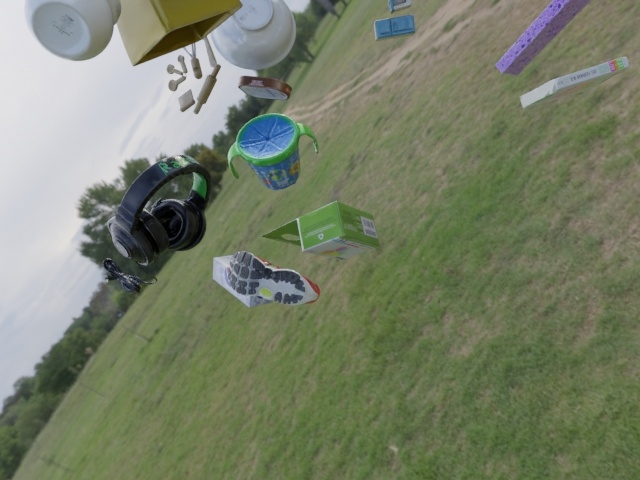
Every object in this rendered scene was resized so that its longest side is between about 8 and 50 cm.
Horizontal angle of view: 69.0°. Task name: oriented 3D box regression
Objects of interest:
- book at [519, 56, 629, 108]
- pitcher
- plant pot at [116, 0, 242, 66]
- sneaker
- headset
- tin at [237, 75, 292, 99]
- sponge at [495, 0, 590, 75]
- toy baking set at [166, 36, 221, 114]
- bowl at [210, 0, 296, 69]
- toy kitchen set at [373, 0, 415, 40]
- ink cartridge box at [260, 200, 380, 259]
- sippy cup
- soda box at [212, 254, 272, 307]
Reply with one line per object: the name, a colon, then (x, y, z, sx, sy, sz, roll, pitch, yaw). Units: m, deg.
book: (0.439, -0.276, 0.812, 0.144, 0.035, 0.096, -19, 2, -10)
pitcher: (-0.429, -0.393, 0.767, 0.125, 0.177, 0.207, -46, 36, 24)
plant pot: (-0.342, -0.536, 1.020, 0.212, 0.187, 0.212, -5, 30, 49)
sneaker: (-0.123, 0.108, 1.189, 0.279, 0.118, 0.107, 19, 89, 34)
headset: (-0.405, -0.036, 1.103, 0.243, 0.185, 0.394, -30, -28, -60)
tin: (-0.185, -0.502, 1.539, 0.106, 0.189, 0.040, 8, -86, -68)
sponge: (0.498, -0.467, 1.048, 0.117, 0.031, 0.210, -17, -24, -49)
toy baking set: (-0.378, -0.508, 1.376, 0.256, 0.197, 0.030, -51, -17, 25)
bowl: (-0.228, -0.740, 1.556, 0.298, 0.297, 0.134, -56, 2, -7)
toy kitchen set: (0.216, -0.724, 1.377, 0.122, 0.207, 0.166, -9, 10, 4)
ink cartridge box: (0.000, 0.000, 1.246, 0.255, 0.188, 0.097, -23, 69, 31)
sippy cup: (-0.175, -0.318, 1.766, 0.224, 0.305, 0.240, 71, -143, -57)
soda box: (-0.291, 0.144, 1.715, 0.286, 0.098, 0.091, 27, 116, 47)
